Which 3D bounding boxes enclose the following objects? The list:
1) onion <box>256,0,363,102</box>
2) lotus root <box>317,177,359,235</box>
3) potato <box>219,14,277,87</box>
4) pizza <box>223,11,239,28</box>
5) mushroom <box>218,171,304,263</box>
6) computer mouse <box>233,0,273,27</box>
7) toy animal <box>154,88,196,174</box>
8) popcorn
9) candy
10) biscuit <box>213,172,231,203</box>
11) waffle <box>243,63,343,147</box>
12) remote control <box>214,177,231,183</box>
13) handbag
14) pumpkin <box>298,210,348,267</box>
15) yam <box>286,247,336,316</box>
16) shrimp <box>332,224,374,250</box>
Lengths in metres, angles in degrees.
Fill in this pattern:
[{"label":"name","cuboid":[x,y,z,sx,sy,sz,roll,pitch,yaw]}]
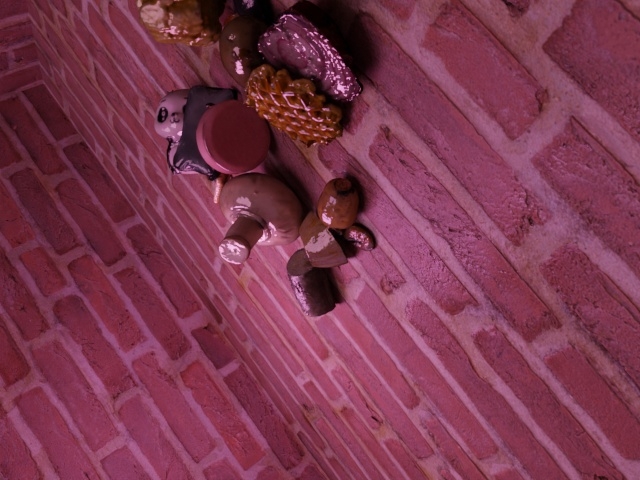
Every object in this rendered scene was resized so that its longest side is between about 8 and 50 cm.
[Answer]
[{"label":"onion","cuboid":[-0.007,-0.480,1.484,0.280,0.146,0.314,37,163,-20]},{"label":"lotus root","cuboid":[0.052,-0.096,1.780,0.125,0.118,0.220,60,151,35]},{"label":"potato","cuboid":[-0.196,-0.518,1.658,0.165,0.165,0.262,44,170,24]},{"label":"pizza","cuboid":[-0.251,-0.601,1.816,0.127,0.058,0.246,40,149,29]},{"label":"mushroom","cuboid":[-0.210,-0.101,2.011,0.315,0.315,0.356,58,-169,1]},{"label":"computer mouse","cuboid":[-0.203,-0.683,1.644,0.122,0.073,0.217,18,132,48]},{"label":"toy animal","cuboid":[-0.493,-0.416,2.216,0.251,0.251,0.309,21,124,48]},{"label":"popcorn","cuboid":[-0.400,-0.728,1.709,0.292,0.294,0.334,-51,39,29]},{"label":"candy","cuboid":[-0.291,-0.347,1.937,0.094,0.255,0.255,3,121,57]},{"label":"biscuit","cuboid":[-0.333,-0.265,2.127,0.030,0.249,0.160,19,147,-4]},{"label":"waffle","cuboid":[-0.073,-0.363,1.631,0.302,0.068,0.325,31,166,-13]},{"label":"remote control","cuboid":[-0.467,-0.351,2.414,0.313,0.055,0.109,60,152,-3]},{"label":"handbag","cuboid":[-0.401,-0.377,2.031,0.192,0.332,0.075,11,175,18]},{"label":"pumpkin","cuboid":[-0.010,0.015,1.946,0.217,0.110,0.217,54,179,2]},{"label":"yam","cuboid":[-0.035,0.165,2.150,0.154,0.154,0.254,14,127,52]},{"label":"shrimp","cuboid":[0.101,-0.007,1.868,0.190,0.042,0.101,7,132,54]}]
